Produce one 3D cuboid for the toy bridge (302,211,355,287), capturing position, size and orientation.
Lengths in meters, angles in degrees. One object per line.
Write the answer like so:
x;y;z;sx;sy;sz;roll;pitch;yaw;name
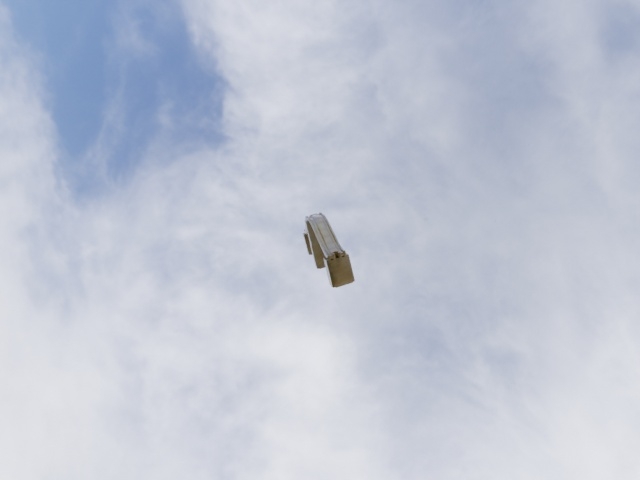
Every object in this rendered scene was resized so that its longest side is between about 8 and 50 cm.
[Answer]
0.000;0.000;0.543;0.026;0.188;0.063;-16;-78;-7;toy bridge
